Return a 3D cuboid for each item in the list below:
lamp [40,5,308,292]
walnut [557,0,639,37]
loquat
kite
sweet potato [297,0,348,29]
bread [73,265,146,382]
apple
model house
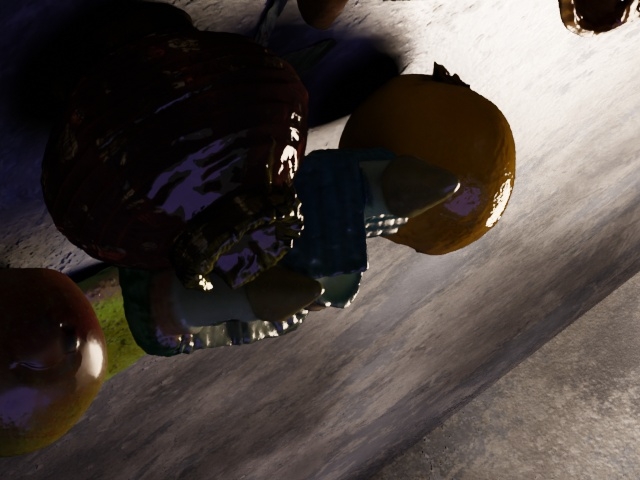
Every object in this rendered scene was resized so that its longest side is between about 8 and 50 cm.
[{"bbox_3d":[-0.116,-0.069,1.245,0.247,0.247,0.247,-31,161,-12],"label":"lamp"},{"bbox_3d":[0.314,-0.311,1.585,0.167,0.087,0.211,-28,159,1],"label":"walnut"},{"bbox_3d":[0.119,-0.088,1.620,0.208,0.208,0.208,-31,161,-12],"label":"loquat"},{"bbox_3d":[-0.071,-0.160,1.429,0.229,0.012,0.250,-24,157,-30],"label":"kite"},{"bbox_3d":[0.006,-0.244,1.269,0.077,0.077,0.244,-30,176,-13],"label":"sweet potato"},{"bbox_3d":[-0.285,0.124,1.707,0.301,0.045,0.301,-29,160,-12],"label":"bread"},{"bbox_3d":[-0.321,0.125,1.474,0.188,0.174,0.207,-8,132,-57],"label":"apple"},{"bbox_3d":[0.000,0.000,1.440,0.325,0.194,0.267,-7,180,37],"label":"model house"}]
